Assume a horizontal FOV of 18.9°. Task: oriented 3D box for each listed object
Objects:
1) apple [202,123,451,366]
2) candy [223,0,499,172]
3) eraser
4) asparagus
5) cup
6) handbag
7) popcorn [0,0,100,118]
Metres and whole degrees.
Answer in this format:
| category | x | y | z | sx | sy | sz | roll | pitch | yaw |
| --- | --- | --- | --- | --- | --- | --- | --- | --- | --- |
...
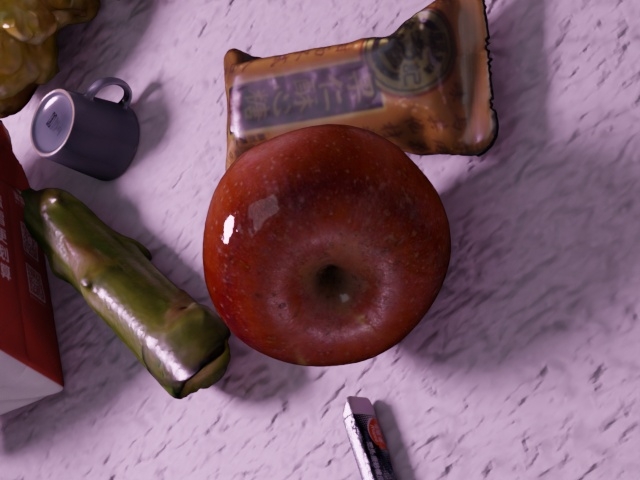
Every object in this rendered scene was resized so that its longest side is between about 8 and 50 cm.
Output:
| category | x | y | z | sx | sy | sz | roll | pitch | yaw |
| --- | --- | --- | --- | --- | --- | --- | --- | --- | --- |
| apple | 0.000 | 0.000 | 1.504 | 0.201 | 0.201 | 0.162 | -51 | 26 | 21 |
| candy | 0.029 | -0.122 | 1.583 | 0.271 | 0.101 | 0.143 | -9 | 80 | 37 |
| eraser | 0.041 | 0.169 | 1.527 | 0.019 | 0.027 | 0.099 | -45 | 49 | 35 |
| asparagus | -0.177 | 0.045 | 1.745 | 0.343 | 0.085 | 0.082 | 38 | 101 | 46 |
| cup | -0.222 | -0.113 | 1.841 | 0.078 | 0.077 | 0.100 | 39 | 105 | 44 |
| handbag | -0.368 | 0.025 | 1.861 | 0.171 | 0.151 | 0.298 | -22 | 62 | 15 |
| popcorn | -0.337 | -0.225 | 1.921 | 0.189 | 0.169 | 0.218 | -29 | 41 | 35 |
